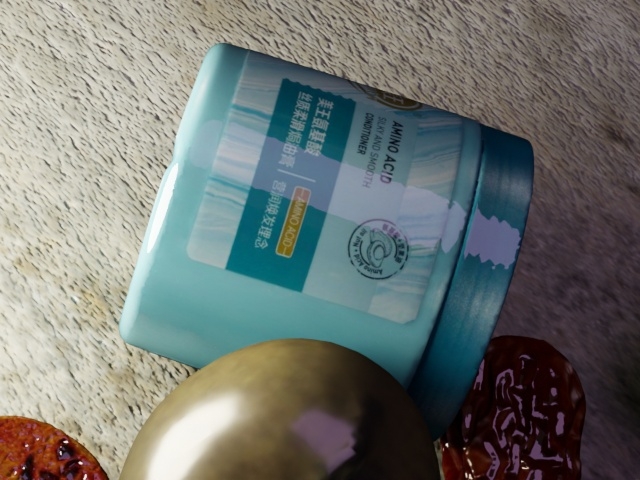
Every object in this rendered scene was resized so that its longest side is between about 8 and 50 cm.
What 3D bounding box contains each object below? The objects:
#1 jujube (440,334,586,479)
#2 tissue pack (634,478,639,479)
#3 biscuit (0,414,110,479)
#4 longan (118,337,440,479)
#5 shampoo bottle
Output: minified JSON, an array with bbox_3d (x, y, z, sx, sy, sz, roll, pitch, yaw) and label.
[{"bbox_3d":[0.200,0.213,1.802,0.155,0.155,0.230,8,56,-14],"label":"jujube"},{"bbox_3d":[0.433,0.339,1.824,0.222,0.090,0.186,4,51,-18],"label":"tissue pack"},{"bbox_3d":[-0.284,0.253,1.658,0.192,0.049,0.192,11,56,-17],"label":"biscuit"},{"bbox_3d":[-0.037,0.247,1.585,0.318,0.319,0.319,10,51,-13],"label":"longan"},{"bbox_3d":[0.000,0.000,1.777,0.342,0.331,0.331,18,49,-4],"label":"shampoo bottle"}]
